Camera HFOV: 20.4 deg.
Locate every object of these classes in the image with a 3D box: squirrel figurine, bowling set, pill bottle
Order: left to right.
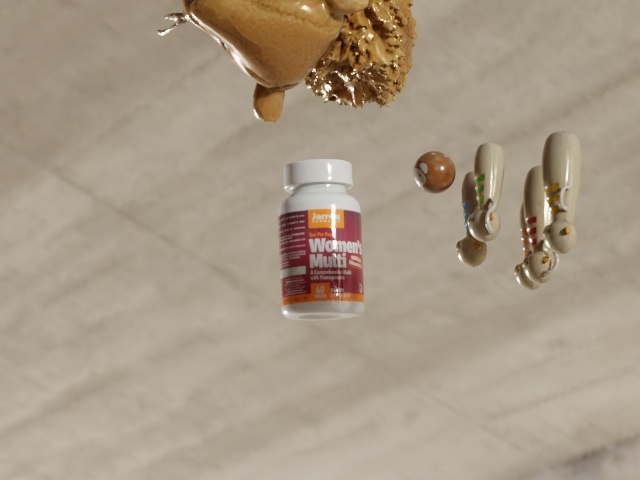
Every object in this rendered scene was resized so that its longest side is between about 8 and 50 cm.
[{"bbox_3d":[-0.023,-0.298,1.928,0.281,0.397,0.370,-48,-141,25],"label":"squirrel figurine"},{"bbox_3d":[0.000,0.000,2.562,0.121,0.121,0.221,-14,-104,54],"label":"pill bottle"},{"bbox_3d":[0.212,-0.025,2.233,0.287,0.200,0.154,90,4,-69],"label":"bowling set"}]
